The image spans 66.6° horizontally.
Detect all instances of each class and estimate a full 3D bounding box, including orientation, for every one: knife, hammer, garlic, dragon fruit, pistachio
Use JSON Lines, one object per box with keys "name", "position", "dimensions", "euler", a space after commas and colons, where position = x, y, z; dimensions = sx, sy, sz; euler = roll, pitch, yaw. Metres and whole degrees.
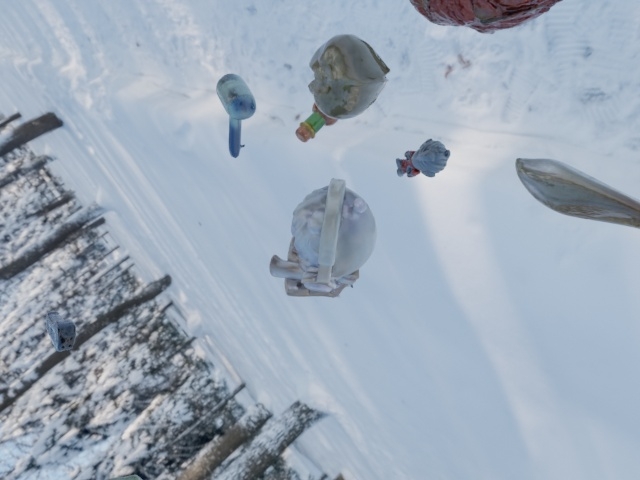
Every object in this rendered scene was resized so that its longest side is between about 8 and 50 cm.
{"name": "knife", "position": [-0.285, 0.094, 0.529], "dimensions": [0.121, 0.018, 0.031], "euler": [8, 98, 52]}
{"name": "hammer", "position": [-0.192, -0.269, 1.101], "dimensions": [0.116, 0.070, 0.193], "euler": [59, 152, 35]}
{"name": "garlic", "position": [0.593, -0.105, 1.099], "dimensions": [0.318, 0.143, 0.112], "euler": [21, 110, 22]}
{"name": "dragon fruit", "position": [0.340, -0.545, 0.938], "dimensions": [0.330, 0.302, 0.240], "euler": [19, 109, 37]}
{"name": "pistachio", "position": [0.039, -0.218, 0.646], "dimensions": [0.113, 0.149, 0.113], "euler": [11, 119, 21]}

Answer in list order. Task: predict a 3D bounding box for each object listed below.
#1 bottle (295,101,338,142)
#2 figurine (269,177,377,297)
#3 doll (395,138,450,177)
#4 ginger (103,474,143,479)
{"name": "bottle", "position": [0.016, -0.288, 1.073], "dimensions": [0.069, 0.187, 0.069], "euler": [39, 164, 14]}
{"name": "figurine", "position": [0.004, 0.000, 0.704], "dimensions": [0.141, 0.162, 0.236], "euler": [11, 157, -4]}
{"name": "doll", "position": [0.249, -0.195, 1.184], "dimensions": [0.180, 0.079, 0.093], "euler": [-8, 85, 56]}
{"name": "ginger", "position": [-0.171, 0.233, 0.308], "dimensions": [0.089, 0.137, 0.290], "euler": [55, 157, 6]}
